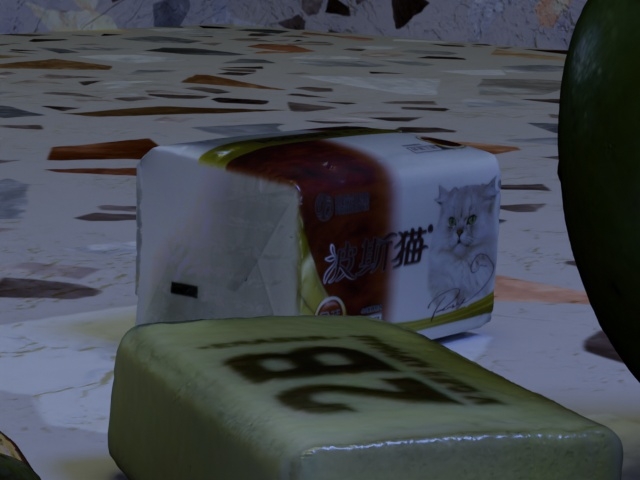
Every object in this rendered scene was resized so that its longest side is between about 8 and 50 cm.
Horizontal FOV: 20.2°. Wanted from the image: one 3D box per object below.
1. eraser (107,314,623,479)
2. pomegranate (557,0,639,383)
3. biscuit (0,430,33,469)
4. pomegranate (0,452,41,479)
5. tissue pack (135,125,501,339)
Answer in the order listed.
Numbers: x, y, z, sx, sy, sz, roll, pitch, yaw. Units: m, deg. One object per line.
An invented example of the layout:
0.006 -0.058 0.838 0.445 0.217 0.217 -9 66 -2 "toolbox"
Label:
0.007 0.068 0.596 0.117 0.058 0.172 -2 11 -23 "eraser"
0.172 -0.009 0.568 0.242 0.242 0.306 8 17 32 "pomegranate"
-0.139 0.049 0.519 0.119 0.130 0.019 -16 30 38 "biscuit"
-0.175 0.042 0.411 0.248 0.202 0.202 28 -3 -28 "pomegranate"
0.000 -0.001 0.855 0.106 0.099 0.148 11 13 39 "tissue pack"
